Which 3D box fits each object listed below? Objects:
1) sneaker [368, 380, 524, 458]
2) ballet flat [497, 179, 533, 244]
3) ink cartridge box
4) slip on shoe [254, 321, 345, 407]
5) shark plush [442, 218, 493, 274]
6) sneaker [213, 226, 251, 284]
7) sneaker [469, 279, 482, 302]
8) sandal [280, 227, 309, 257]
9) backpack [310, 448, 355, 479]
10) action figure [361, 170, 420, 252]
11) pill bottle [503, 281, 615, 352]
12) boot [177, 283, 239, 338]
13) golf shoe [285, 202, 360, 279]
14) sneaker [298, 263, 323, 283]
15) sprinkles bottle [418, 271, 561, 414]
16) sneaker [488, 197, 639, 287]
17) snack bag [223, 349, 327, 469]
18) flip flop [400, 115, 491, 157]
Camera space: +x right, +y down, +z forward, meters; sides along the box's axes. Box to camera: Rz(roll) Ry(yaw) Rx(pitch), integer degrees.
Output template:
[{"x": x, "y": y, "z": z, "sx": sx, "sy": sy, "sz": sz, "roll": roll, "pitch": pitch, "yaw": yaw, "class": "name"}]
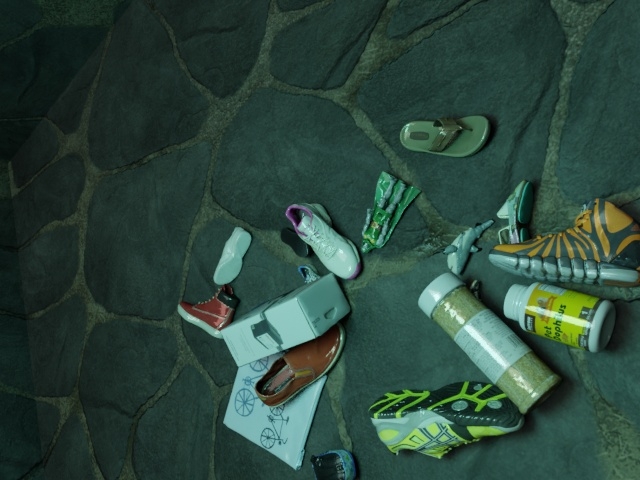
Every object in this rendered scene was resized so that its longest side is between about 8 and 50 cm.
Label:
[{"x": 0.311, "y": 0.445, "z": 1.471, "sx": 0.384, "sy": 0.145, "sz": 0.147, "roll": -12, "pitch": 105, "yaw": 36, "class": "sneaker"}, {"x": 0.467, "y": -0.035, "z": 1.451, "sx": 0.079, "sy": 0.077, "sz": 0.222, "roll": -3, "pitch": 84, "yaw": 44, "class": "ballet flat"}, {"x": -0.100, "y": 0.230, "z": 1.757, "sx": 0.307, "sy": 0.223, "sz": 0.129, "roll": -26, "pitch": 92, "yaw": 32, "class": "ink cartridge box"}, {"x": -0.059, "y": 0.360, "z": 1.764, "sx": 0.331, "sy": 0.101, "sz": 0.123, "roll": -42, "pitch": 53, "yaw": 3, "class": "slip on shoe"}, {"x": 0.383, "y": 0.010, "z": 1.544, "sx": 0.161, "sy": 0.073, "sz": 0.067, "roll": -46, "pitch": 74, "yaw": 0, "class": "shark plush"}, {"x": -0.315, "y": 0.052, "z": 2.104, "sx": 0.094, "sy": 0.080, "sz": 0.212, "roll": 35, "pitch": 98, "yaw": 51, "class": "sneaker"}, {"x": 0.390, "y": 0.141, "z": 1.509, "sx": 0.037, "sy": 0.032, "sz": 0.083, "roll": 17, "pitch": 102, "yaw": 35, "class": "sneaker"}, {"x": -0.072, "y": 0.002, "z": 1.919, "sx": 0.179, "sy": 0.040, "sz": 0.067, "roll": 36, "pitch": 116, "yaw": 55, "class": "sandal"}, {"x": 0.045, "y": 0.632, "z": 1.667, "sx": 0.114, "sy": 0.084, "sz": 0.105, "roll": -33, "pitch": 62, "yaw": 37, "class": "backpack"}, {"x": 0.175, "y": -0.066, "z": 1.713, "sx": 0.137, "sy": 0.063, "sz": 0.232, "roll": 34, "pitch": 107, "yaw": 36, "class": "action figure"}, {"x": 0.523, "y": 0.162, "z": 1.331, "sx": 0.215, "sy": 0.117, "sz": 0.117, "roll": 16, "pitch": 92, "yaw": 41, "class": "pill bottle"}, {"x": -0.392, "y": 0.218, "z": 2.122, "sx": 0.244, "sy": 0.088, "sz": 0.176, "roll": 21, "pitch": 95, "yaw": 33, "class": "boot"}, {"x": 0.000, "y": 0.000, "z": 1.795, "sx": 0.115, "sy": 0.140, "sz": 0.306, "roll": -52, "pitch": 55, "yaw": 18, "class": "golf shoe"}, {"x": -0.023, "y": 0.122, "z": 1.842, "sx": 0.135, "sy": 0.058, "sz": 0.052, "roll": 42, "pitch": 108, "yaw": 37, "class": "sneaker"}, {"x": 0.387, "y": 0.232, "z": 1.409, "sx": 0.355, "sy": 0.121, "sz": 0.121, "roll": 48, "pitch": 112, "yaw": 30, "class": "sprinkles bottle"}, {"x": 0.546, "y": -0.002, "z": 1.338, "sx": 0.321, "sy": 0.124, "sz": 0.180, "roll": 6, "pitch": 78, "yaw": 19, "class": "sneaker"}, {"x": -0.143, "y": 0.491, "z": 1.884, "sx": 0.342, "sy": 0.037, "sz": 0.323, "roll": 18, "pitch": 93, "yaw": 36, "class": "snack bag"}, {"x": 0.322, "y": -0.287, "z": 1.614, "sx": 0.277, "sy": 0.080, "sz": 0.112, "roll": 11, "pitch": 89, "yaw": 41, "class": "flip flop"}]
